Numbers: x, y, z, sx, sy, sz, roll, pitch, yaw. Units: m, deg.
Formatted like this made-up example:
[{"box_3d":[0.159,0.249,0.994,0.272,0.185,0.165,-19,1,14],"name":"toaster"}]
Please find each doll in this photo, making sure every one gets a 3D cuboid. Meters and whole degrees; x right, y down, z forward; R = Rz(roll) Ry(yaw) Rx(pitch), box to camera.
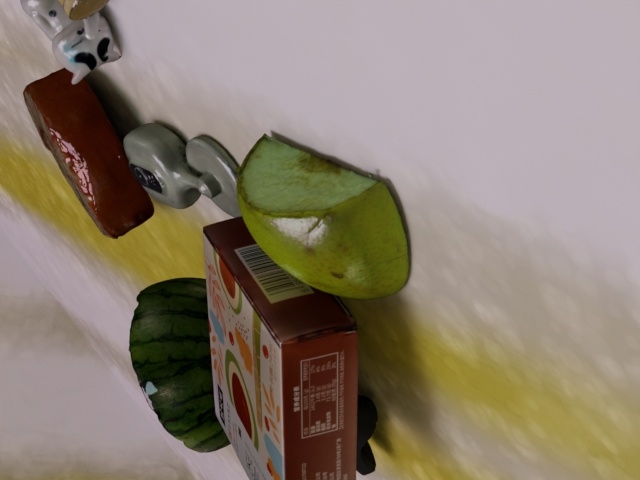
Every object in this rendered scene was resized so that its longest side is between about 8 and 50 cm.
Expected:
[{"box_3d":[-0.408,-0.357,1.964,0.180,0.110,0.107,58,166,-10],"name":"doll"}]

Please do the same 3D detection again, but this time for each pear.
[{"box_3d":[0.000,0.004,1.668,0.288,0.139,0.239,26,156,48],"name":"pear"}]

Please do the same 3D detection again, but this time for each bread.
[{"box_3d":[-0.428,-0.160,2.225,0.327,0.114,0.295,62,167,-6],"name":"bread"}]

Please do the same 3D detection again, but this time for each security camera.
[{"box_3d":[-0.224,-0.108,2.010,0.302,0.080,0.157,21,141,49],"name":"security camera"}]

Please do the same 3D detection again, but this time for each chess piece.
[{"box_3d":[-0.412,-0.446,1.872,0.200,0.090,0.090,53,158,4],"name":"chess piece"}]

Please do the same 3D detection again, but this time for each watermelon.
[{"box_3d":[-0.190,0.199,2.174,0.330,0.189,0.330,55,-163,-26],"name":"watermelon"}]

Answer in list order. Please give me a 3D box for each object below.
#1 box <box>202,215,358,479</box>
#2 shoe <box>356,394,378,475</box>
[{"box_3d":[-0.064,0.207,1.855,0.344,0.122,0.385,-129,32,-53],"name":"box"},{"box_3d":[0.056,0.303,2.039,0.241,0.093,0.108,55,-171,-43],"name":"shoe"}]
